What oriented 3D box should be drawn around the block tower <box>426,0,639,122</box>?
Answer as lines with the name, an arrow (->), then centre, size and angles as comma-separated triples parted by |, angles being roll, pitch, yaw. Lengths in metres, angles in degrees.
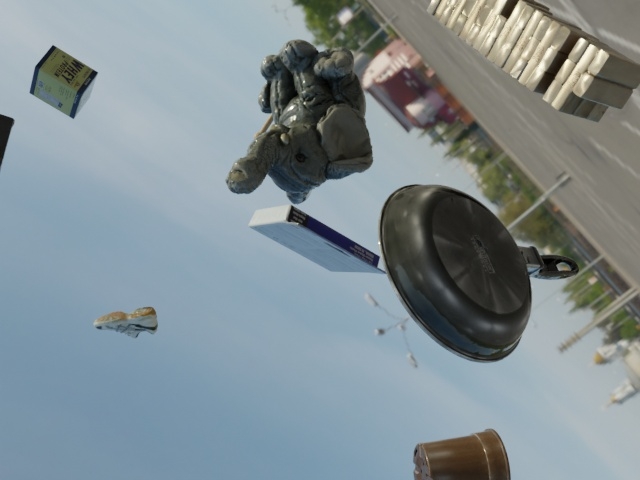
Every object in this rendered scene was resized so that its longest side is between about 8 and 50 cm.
block tower -> 0.280, -0.284, 0.998 | 0.097, 0.091, 0.335 | 6, -146, -37

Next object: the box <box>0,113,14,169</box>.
box -> -0.550, -0.128, 1.049 | 0.158, 0.093, 0.156 | 20, -140, -28

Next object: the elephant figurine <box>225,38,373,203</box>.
elephant figurine -> -0.020, -0.122, 0.937 | 0.169, 0.186, 0.239 | 108, 168, -63

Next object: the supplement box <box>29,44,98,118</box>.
supplement box -> -0.428, -0.263, 1.200 | 0.083, 0.083, 0.056 | 31, -122, -13

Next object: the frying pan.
frying pan -> 0.193, 0.045, 0.740 | 0.326, 0.053, 0.197 | 22, -130, -28

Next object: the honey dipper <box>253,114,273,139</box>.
honey dipper -> -0.067, -0.238, 1.240 | 0.030, 0.160, 0.030 | 34, -177, -2

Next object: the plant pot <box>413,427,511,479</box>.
plant pot -> 0.289, 0.484, 1.515 | 0.165, 0.167, 0.167 | 0, -151, -9

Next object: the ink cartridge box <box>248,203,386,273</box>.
ink cartridge box -> 0.000, 0.000, 1.395 | 0.223, 0.045, 0.224 | 29, 166, -26

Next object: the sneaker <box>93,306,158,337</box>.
sneaker -> -0.248, 0.110, 0.919 | 0.032, 0.083, 0.037 | -74, -25, -67
